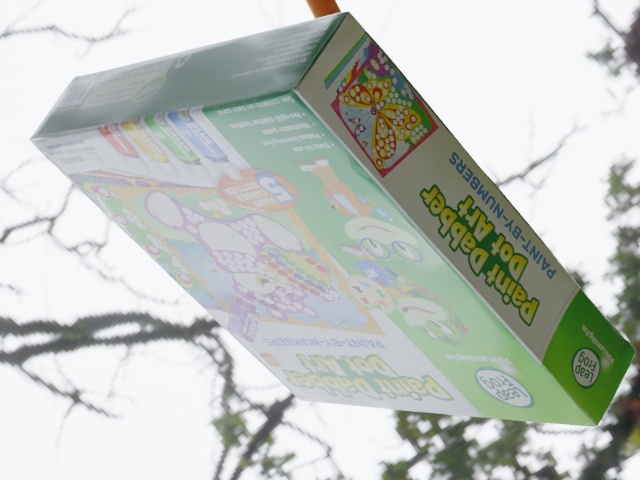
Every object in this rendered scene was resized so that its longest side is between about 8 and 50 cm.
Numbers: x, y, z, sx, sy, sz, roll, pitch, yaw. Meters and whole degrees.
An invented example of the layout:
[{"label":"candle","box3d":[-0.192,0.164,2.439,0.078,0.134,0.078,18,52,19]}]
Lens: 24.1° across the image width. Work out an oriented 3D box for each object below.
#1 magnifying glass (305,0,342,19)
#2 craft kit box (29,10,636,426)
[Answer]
[{"label":"magnifying glass","box3d":[0.046,-0.095,1.145,0.231,0.026,0.092,61,-177,-6]},{"label":"craft kit box","box3d":[0.000,0.000,0.795,0.246,0.250,0.061,43,-116,-28]}]
